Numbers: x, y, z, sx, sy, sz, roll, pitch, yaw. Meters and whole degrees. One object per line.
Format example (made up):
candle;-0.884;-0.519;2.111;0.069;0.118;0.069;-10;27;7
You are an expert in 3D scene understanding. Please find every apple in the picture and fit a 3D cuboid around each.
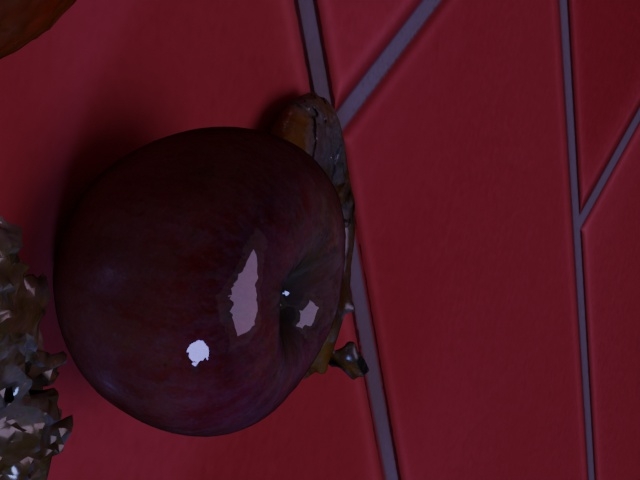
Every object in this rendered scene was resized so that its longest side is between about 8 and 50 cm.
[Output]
apple;-0.059;0.020;0.755;0.153;0.120;0.153;15;90;-70

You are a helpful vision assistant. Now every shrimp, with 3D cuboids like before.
shrimp;0.003;0.001;0.948;0.132;0.051;0.188;-40;132;-52

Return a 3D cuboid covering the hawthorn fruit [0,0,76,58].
hawthorn fruit;-0.124;-0.162;0.462;0.299;0.211;0.211;-53;146;-58

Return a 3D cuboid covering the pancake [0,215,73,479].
pancake;-0.215;0.122;0.513;0.382;0.071;0.382;-44;146;-42
